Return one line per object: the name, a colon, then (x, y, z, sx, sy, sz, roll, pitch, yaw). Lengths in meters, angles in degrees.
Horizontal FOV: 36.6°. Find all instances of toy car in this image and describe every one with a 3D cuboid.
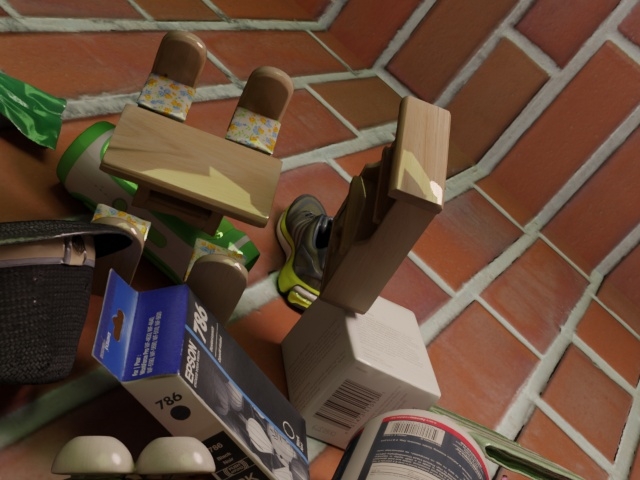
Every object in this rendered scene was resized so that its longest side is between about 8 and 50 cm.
toy car: (-0.181, 0.269, 0.919, 0.182, 0.136, 0.159, 3, 75, -14)

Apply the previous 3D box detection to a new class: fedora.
fedora: (-0.334, 0.075, 0.969, 0.334, 0.334, 0.152, -2, 83, -56)

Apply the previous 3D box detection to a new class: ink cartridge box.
ink cartridge box: (-0.123, 0.174, 1.105, 0.332, 0.065, 0.165, 51, 17, -29)

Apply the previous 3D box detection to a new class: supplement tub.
supplement tub: (0.090, 0.334, 1.113, 0.191, 0.191, 0.272, 39, 24, 1)

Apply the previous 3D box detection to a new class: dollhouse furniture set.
dollhouse furniture set: (-0.069, -0.090, 1.237, 0.394, 0.256, 0.362, 20, 48, -10)

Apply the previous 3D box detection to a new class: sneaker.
sneaker: (0.000, 0.000, 1.651, 0.111, 0.121, 0.300, 29, 26, -22)

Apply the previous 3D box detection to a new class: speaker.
speaker: (-0.232, -0.037, 1.386, 0.296, 0.131, 0.131, 41, 24, 4)

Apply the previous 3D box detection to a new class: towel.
towel: (0.232, 0.291, 1.391, 0.248, 0.038, 0.325, 27, -4, -25)

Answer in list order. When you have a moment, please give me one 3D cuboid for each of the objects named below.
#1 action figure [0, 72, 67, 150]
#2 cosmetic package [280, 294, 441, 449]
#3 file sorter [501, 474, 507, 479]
action figure: (-0.490, -0.217, 1.410, 0.232, 0.063, 0.137, 30, 27, -29)
cosmetic package: (0.051, 0.181, 1.373, 0.151, 0.151, 0.183, 27, 28, -25)
file sorter: (0.325, 0.428, 1.157, 0.291, 0.182, 0.202, 15, 21, 14)
